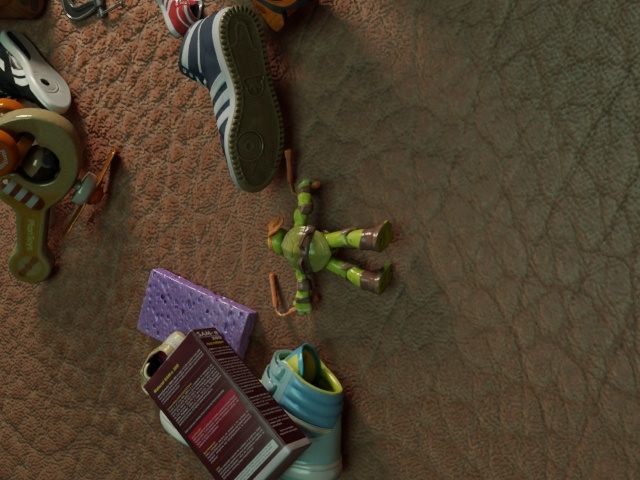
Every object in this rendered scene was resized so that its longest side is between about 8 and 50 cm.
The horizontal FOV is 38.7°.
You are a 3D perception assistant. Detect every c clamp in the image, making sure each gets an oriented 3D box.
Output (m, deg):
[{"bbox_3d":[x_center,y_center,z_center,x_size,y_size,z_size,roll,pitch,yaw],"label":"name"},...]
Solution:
[{"bbox_3d":[-0.417,-0.461,1.617,0.137,0.022,0.160,-22,86,33],"label":"c clamp"}]

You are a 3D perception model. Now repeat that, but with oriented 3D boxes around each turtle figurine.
[{"bbox_3d":[0.000,0.000,1.391,0.217,0.087,0.269,8,98,28],"label":"turtle figurine"}]

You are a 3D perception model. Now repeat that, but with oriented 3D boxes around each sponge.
[{"bbox_3d":[-0.214,0.137,1.552,0.210,0.031,0.117,22,105,25],"label":"sponge"}]

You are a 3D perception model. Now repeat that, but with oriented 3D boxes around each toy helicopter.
[{"bbox_3d":[-0.494,-0.071,1.624,0.235,0.140,0.355,7,124,-10],"label":"toy helicopter"}]

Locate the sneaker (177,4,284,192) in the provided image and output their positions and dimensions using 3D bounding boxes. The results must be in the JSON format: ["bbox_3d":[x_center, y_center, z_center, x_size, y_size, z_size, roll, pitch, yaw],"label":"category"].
[{"bbox_3d":[-0.144,-0.219,1.431,0.153,0.099,0.282,12,112,54],"label":"sneaker"}]

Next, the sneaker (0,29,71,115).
[{"bbox_3d":[-0.541,-0.274,1.673,0.121,0.079,0.217,-51,63,26],"label":"sneaker"}]

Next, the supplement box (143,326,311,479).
[{"bbox_3d":[-0.142,0.260,1.364,0.130,0.073,0.239,-48,71,17],"label":"supplement box"}]

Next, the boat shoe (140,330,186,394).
[{"bbox_3d":[-0.278,0.218,1.557,0.063,0.059,0.170,43,132,10],"label":"boat shoe"}]

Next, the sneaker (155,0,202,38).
[{"bbox_3d":[-0.238,-0.403,1.510,0.067,0.042,0.118,-26,90,32],"label":"sneaker"}]

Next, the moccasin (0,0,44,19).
[{"bbox_3d":[-0.694,-0.463,1.692,0.380,0.147,0.139,16,102,27],"label":"moccasin"}]

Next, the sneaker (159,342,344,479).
[{"bbox_3d":[-0.100,0.245,1.450,0.319,0.127,0.208,13,103,17],"label":"sneaker"}]

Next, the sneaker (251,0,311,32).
[{"bbox_3d":[-0.116,-0.413,1.400,0.124,0.180,0.321,-43,39,4],"label":"sneaker"}]

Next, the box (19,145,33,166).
[{"bbox_3d":[-0.548,-0.148,1.687,0.083,0.067,0.018,-29,81,27],"label":"box"}]
